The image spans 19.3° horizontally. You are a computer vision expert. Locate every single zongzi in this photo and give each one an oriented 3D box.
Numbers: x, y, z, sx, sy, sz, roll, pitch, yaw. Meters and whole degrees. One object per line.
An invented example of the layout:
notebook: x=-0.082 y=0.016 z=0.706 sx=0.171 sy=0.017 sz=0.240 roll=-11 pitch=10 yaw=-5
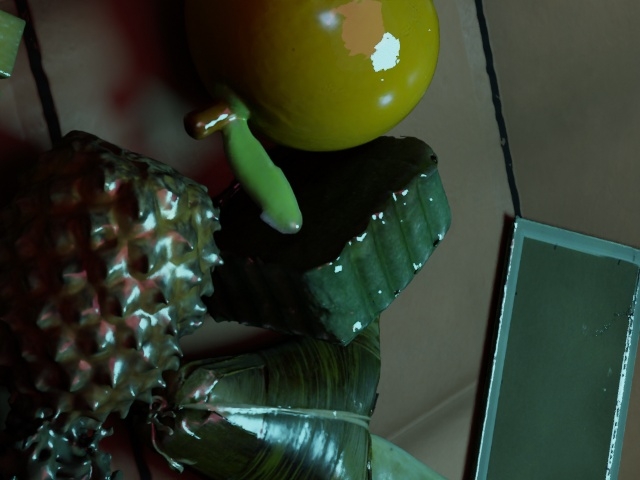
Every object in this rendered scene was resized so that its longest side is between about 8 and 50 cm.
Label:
zongzi: x=-0.049 y=0.098 z=1.550 sx=0.248 sy=0.111 sz=0.241 roll=32 pitch=54 yaw=-37

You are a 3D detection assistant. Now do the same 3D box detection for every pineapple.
pineapple: x=-0.194 y=0.106 z=1.373 sx=0.175 sy=0.175 sz=0.361 roll=20 pitch=95 yaw=-44

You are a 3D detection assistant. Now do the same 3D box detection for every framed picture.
framed picture: x=0.239 y=0.136 z=1.879 sx=0.231 sy=0.018 sz=0.293 roll=13 pitch=85 yaw=-44

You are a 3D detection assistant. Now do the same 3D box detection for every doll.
doll: x=-0.026 y=-0.149 z=1.471 sx=0.236 sy=0.213 sz=0.213 roll=-49 pitch=125 yaw=-22

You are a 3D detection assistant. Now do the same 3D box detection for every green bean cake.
green bean cake: x=0.000 y=0.000 z=1.518 sx=0.173 sy=0.181 sz=0.094 roll=-47 pitch=126 yaw=-33

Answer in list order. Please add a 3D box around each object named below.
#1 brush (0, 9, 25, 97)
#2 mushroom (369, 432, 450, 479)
brush: x=-0.319 y=-0.147 z=1.287 sx=0.233 sy=0.047 sz=0.103 roll=24 pitch=78 yaw=-42
mushroom: x=0.101 y=0.262 z=1.718 sx=0.312 sy=0.081 sz=0.100 roll=32 pitch=72 yaw=-37
